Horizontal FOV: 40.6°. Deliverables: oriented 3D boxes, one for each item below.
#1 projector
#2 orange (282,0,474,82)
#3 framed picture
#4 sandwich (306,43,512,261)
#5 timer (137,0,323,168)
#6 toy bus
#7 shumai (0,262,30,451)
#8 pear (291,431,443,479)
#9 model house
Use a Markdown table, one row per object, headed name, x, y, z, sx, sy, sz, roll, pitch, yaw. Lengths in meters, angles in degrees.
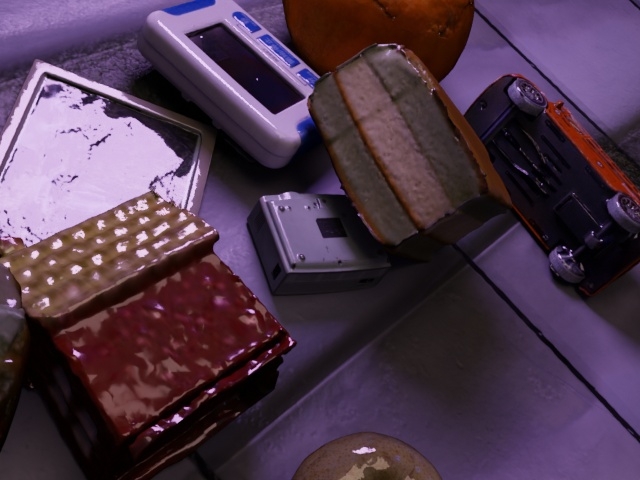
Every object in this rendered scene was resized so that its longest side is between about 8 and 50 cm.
| name | x | y | z | sx | sy | sz | roll | pitch | yaw |
| --- | --- | --- | --- | --- | --- | --- | --- | --- | --- |
| projector | 0.000 | 0.000 | 1.040 | 0.147 | 0.061 | 0.115 | -2 | 55 | -32 |
| orange | 0.082 | -0.334 | 1.236 | 0.284 | 0.226 | 0.284 | 16 | 53 | -22 |
| framed picture | -0.251 | -0.054 | 0.966 | 0.240 | 0.020 | 0.324 | 21 | 47 | -15 |
| sandwich | 0.114 | -0.105 | 1.078 | 0.227 | 0.155 | 0.198 | 63 | 17 | 14 |
| timer | -0.101 | -0.205 | 1.120 | 0.253 | 0.078 | 0.178 | 43 | 39 | 7 |
| toy bus | 0.352 | -0.091 | 1.266 | 0.153 | 0.143 | 0.329 | -15 | 63 | -49 |
| shumai | -0.385 | 0.085 | 0.610 | 0.323 | 0.324 | 0.397 | 18 | 51 | -36 |
| pear | 0.043 | 0.263 | 0.803 | 0.167 | 0.136 | 0.167 | 13 | 52 | -17 |
| model house | -0.176 | 0.074 | 0.796 | 0.196 | 0.160 | 0.254 | -31 | 77 | -34 |
